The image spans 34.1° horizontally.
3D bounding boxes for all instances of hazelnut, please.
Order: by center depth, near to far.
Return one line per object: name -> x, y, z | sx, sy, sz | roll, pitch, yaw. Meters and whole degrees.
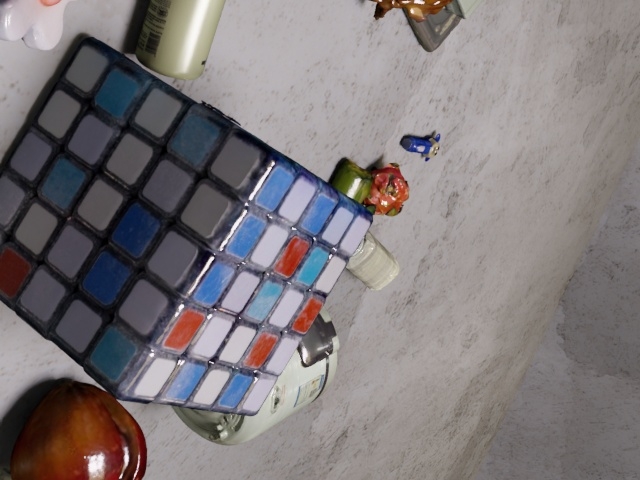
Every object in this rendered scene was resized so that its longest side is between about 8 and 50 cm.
hazelnut -> -0.313, 0.271, 1.360 | 0.178, 0.178, 0.204 | -62, 158, 9

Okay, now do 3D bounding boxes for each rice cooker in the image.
rice cooker -> -0.101, 0.166, 1.532 | 0.244, 0.226, 0.226 | -20, 135, -46

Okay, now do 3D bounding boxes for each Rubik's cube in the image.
Rubik's cube -> -0.163, -0.003, 1.157 | 0.293, 0.292, 0.287 | -60, 153, 1

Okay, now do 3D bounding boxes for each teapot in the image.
teapot -> 0.059, 0.032, 1.818 | 0.107, 0.077, 0.200 | -38, 154, 5

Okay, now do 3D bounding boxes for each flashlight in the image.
flashlight -> 0.181, -0.166, 1.847 | 0.121, 0.035, 0.057 | -1, 120, -60

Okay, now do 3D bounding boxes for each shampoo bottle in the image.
shampoo bottle -> -0.145, -0.262, 1.142 | 0.079, 0.079, 0.162 | -11, 128, -55

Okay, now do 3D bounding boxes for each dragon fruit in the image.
dragon fruit -> 0.108, -0.079, 1.772 | 0.116, 0.086, 0.081 | 83, 7, -62

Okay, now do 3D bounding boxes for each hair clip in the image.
hair clip -> -0.236, -0.284, 0.984 | 0.257, 0.075, 0.146 | -49, 148, -26

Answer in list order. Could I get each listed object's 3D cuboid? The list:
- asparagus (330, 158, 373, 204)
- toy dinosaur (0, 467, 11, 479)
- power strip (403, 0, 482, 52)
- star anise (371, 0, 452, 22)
asparagus -> 0.001, 0.001, 1.696 | 0.278, 0.060, 0.067 | -63, 163, 12
toy dinosaur -> -0.438, 0.343, 1.354 | 0.108, 0.032, 0.220 | -63, 155, 4
power strip -> 0.224, -0.431, 1.574 | 0.257, 0.092, 0.251 | -52, 157, -3
star anise -> 0.117, -0.389, 1.351 | 0.346, 0.237, 0.148 | 48, 44, -53
